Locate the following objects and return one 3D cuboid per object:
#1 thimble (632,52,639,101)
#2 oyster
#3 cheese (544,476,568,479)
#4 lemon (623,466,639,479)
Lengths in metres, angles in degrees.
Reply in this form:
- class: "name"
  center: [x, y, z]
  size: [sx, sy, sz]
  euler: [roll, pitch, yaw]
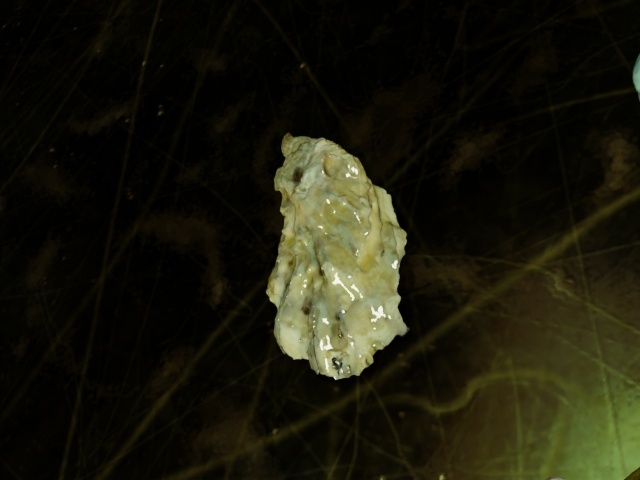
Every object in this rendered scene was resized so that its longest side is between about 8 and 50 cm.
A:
- class: "thimble"
  center: [0.319, -0.094, 0.547]
  size: [0.235, 0.198, 0.143]
  euler: [34, 78, 9]
- class: "oyster"
  center: [0.007, 0.003, 0.735]
  size: [0.133, 0.072, 0.209]
  euler: [-3, 62, 31]
- class: "cheese"
  center: [0.097, 0.272, 0.519]
  size: [0.189, 0.074, 0.286]
  euler: [19, 76, 36]
- class: "lemon"
  center: [0.233, 0.208, 0.326]
  size: [0.348, 0.348, 0.348]
  euler: [-14, 56, 21]
